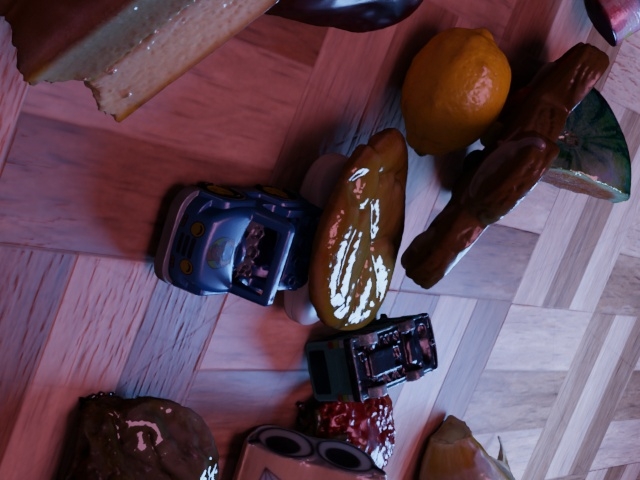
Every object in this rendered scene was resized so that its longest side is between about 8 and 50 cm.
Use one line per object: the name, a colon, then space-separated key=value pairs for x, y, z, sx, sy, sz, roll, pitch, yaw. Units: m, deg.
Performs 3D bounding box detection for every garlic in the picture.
garlic: x=0.235 y=0.359 z=1.785 sx=0.245 sy=0.145 sz=0.164 roll=35 pitch=52 yaw=-59

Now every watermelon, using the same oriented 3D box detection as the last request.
watermelon: x=0.366 y=-0.142 z=1.604 sx=0.231 sy=0.128 sz=0.146 roll=23 pitch=80 yaw=-67

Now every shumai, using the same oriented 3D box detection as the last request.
shumai: x=-0.144 y=0.274 z=1.132 sx=0.184 sy=0.185 sz=0.218 roll=-7 pitch=118 yaw=-52

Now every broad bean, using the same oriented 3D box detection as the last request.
broad bean: x=0.011 y=-0.255 z=1.040 sx=0.228 sy=0.156 sz=0.122 roll=5 pitch=66 yaw=-48

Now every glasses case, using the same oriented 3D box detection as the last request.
glasses case: x=0.000 y=0.000 z=1.262 sx=0.074 sy=0.049 sz=0.193 roll=-24 pitch=132 yaw=-52

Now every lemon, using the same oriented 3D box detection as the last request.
lemon: x=0.144 y=-0.161 z=1.294 sx=0.114 sy=0.114 sz=0.155 roll=22 pitch=98 yaw=-57

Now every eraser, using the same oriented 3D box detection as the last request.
eraser: x=-0.045 y=0.371 z=1.382 sx=0.087 sy=0.171 sz=0.291 roll=-101 pitch=-153 yaw=-73

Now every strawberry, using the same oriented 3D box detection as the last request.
strawberry: x=0.055 y=0.246 z=1.477 sx=0.208 sy=0.087 sz=0.167 roll=-22 pitch=128 yaw=-47

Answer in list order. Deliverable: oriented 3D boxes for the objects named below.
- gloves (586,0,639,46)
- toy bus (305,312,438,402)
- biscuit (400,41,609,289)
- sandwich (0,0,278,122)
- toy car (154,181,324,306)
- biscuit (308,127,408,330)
gloves: x=0.461 y=-0.359 z=1.551 sx=0.241 sy=0.126 sz=0.145 roll=-35 pitch=136 yaw=5
toy bus: x=0.062 y=0.137 z=1.405 sx=0.160 sy=0.091 sz=0.079 roll=-14 pitch=95 yaw=-49
biscuit: x=0.221 y=-0.120 z=1.382 sx=0.283 sy=0.064 sz=0.432 roll=-51 pitch=-179 yaw=43
sandwich: x=-0.125 y=-0.175 z=0.816 sx=0.108 sy=0.220 sz=0.186 roll=19 pitch=97 yaw=-58
toy car: x=-0.061 y=0.006 z=1.138 sx=0.191 sy=0.100 sz=0.097 roll=-2 pitch=113 yaw=-53
biscuit: x=0.047 y=0.000 z=1.244 sx=0.260 sy=0.041 sz=0.203 roll=83 pitch=30 yaw=-49
